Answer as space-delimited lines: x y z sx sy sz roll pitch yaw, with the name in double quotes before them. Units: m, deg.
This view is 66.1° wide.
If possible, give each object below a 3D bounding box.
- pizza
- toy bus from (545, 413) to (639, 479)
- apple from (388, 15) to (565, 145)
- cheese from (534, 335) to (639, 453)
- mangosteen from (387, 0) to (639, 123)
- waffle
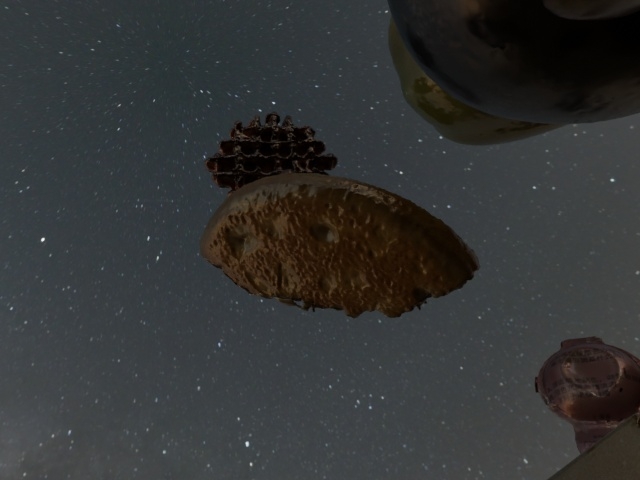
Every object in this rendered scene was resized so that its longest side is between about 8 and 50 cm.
"pizza" 0.002 0.000 0.407 0.246 0.058 0.127 -5 -69 33
"toy bus" 0.195 0.204 0.327 0.103 0.091 0.182 15 -54 -15
"apple" 0.362 -0.404 0.942 0.474 0.473 0.473 -6 -69 -15
"cheese" 0.471 0.272 0.833 0.189 0.286 0.074 -16 -58 22
"mangosteen" 0.248 -0.266 0.403 0.382 0.435 0.382 -3 -59 -5
"waffle" -0.087 -0.147 0.943 0.221 0.055 0.234 36 -116 6
